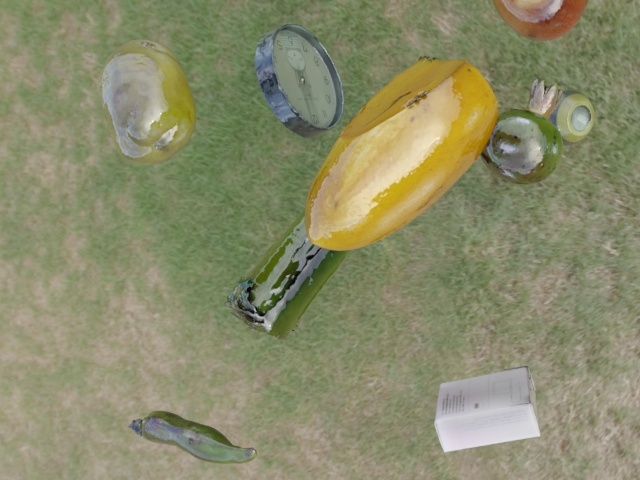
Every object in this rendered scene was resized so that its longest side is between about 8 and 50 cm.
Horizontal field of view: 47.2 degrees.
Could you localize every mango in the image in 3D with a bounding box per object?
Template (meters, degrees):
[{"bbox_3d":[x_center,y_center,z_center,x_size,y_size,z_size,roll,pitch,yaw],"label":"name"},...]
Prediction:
[{"bbox_3d":[0.081,-0.085,0.832,0.138,0.187,0.257,45,86,-8],"label":"mango"}]

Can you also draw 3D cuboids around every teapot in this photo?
[{"bbox_3d":[0.565,-0.302,1.731,0.130,0.165,0.119,-53,25,-7],"label":"teapot"}]

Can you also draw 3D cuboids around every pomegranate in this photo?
[{"bbox_3d":[0.273,-0.142,0.966,0.114,0.114,0.142,29,101,27],"label":"pomegranate"}]

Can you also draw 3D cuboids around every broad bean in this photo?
[{"bbox_3d":[-0.252,0.361,1.356,0.338,0.077,0.061,5,48,39],"label":"broad bean"}]

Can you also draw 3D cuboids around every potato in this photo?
[{"bbox_3d":[-0.263,-0.212,1.120,0.136,0.155,0.200,-18,48,-4],"label":"potato"}]

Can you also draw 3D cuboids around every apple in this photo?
[{"bbox_3d":[0.538,-0.622,1.809,0.253,0.253,0.254,0,90,30],"label":"apple"}]

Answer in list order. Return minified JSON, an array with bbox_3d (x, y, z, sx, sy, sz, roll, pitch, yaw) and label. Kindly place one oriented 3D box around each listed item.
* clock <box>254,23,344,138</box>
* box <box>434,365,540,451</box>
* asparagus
[{"bbox_3d":[-0.034,-0.298,1.364,0.041,0.215,0.215,-18,81,35],"label":"clock"},{"bbox_3d":[0.433,0.435,1.904,0.251,0.203,0.106,-14,105,16],"label":"box"},{"bbox_3d":[0.000,0.000,1.236,0.382,0.128,0.108,-50,18,-15],"label":"asparagus"}]
